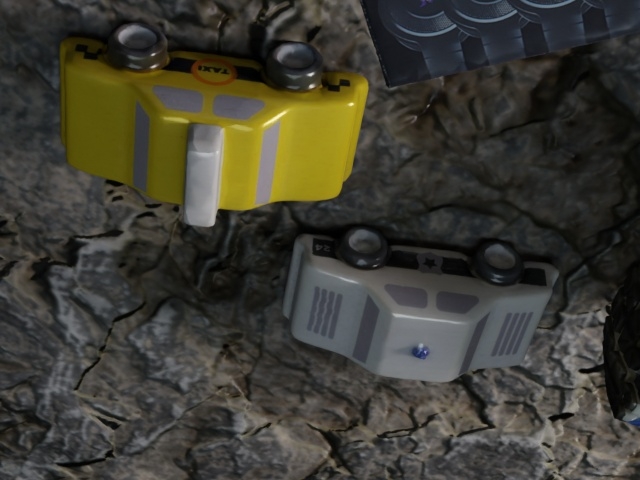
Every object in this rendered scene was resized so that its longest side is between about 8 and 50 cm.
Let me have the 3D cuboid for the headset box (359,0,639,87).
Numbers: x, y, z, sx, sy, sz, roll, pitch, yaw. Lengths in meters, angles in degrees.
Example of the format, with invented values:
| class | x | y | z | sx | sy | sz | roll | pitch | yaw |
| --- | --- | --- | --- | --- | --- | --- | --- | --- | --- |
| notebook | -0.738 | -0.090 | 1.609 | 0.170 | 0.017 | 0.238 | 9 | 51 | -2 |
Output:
| class | x | y | z | sx | sy | sz | roll | pitch | yaw |
| --- | --- | --- | --- | --- | --- | --- | --- | --- | --- |
| headset box | 0.052 | -0.229 | 0.392 | 0.131 | 0.246 | 0.283 | -11 | 132 | 13 |

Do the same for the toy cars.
| class | x | y | z | sx | sy | sz | roll | pitch | yaw |
| --- | --- | --- | --- | --- | --- | --- | --- | --- | --- |
| toy cars | 0.000 | 0.000 | 0.723 | 0.176 | 0.087 | 0.394 | -31 | 125 | 28 |

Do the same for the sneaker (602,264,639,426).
| class | x | y | z | sx | sy | sz | roll | pitch | yaw |
| --- | --- | --- | --- | --- | --- | --- | --- | --- | --- |
| sneaker | 0.326 | 0.037 | 0.721 | 0.147 | 0.129 | 0.330 | 34 | 126 | -24 |
